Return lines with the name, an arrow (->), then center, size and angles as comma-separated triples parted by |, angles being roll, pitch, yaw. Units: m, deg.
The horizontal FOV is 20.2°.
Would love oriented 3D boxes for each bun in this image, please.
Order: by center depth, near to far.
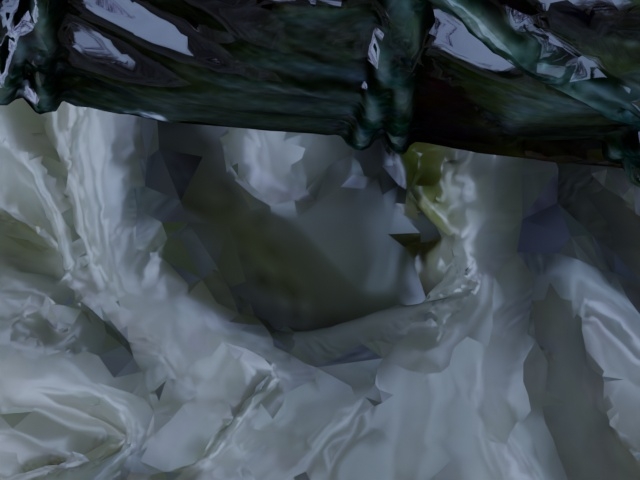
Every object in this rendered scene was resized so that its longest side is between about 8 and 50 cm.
bun -> 0.014, 0.025, 0.610 | 0.211, 0.359, 0.360 | 109, 140, -72

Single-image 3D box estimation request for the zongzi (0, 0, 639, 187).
zongzi -> 0.021, -0.189, 0.413 | 0.319, 0.383, 0.362 | -116, 35, -80
